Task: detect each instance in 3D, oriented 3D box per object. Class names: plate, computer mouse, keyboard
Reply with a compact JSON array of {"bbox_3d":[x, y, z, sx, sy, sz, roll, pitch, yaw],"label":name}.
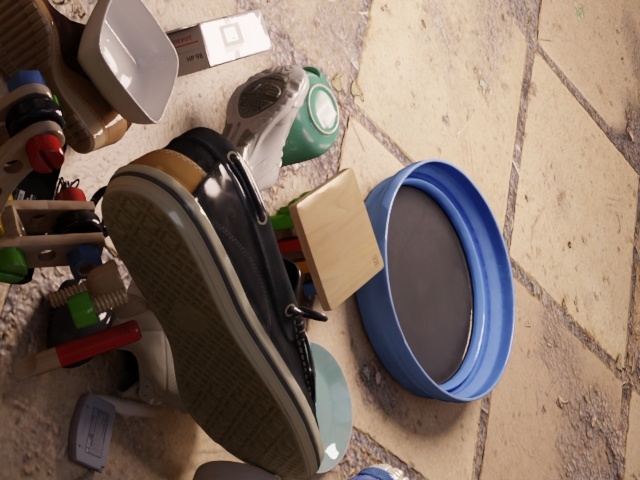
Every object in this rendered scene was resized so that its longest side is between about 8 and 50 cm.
[{"bbox_3d":[-0.017,0.234,2.031,0.188,0.024,0.188,22,62,-50],"label":"plate"},{"bbox_3d":[-0.272,0.037,1.695,0.041,0.071,0.242,83,13,-62],"label":"computer mouse"},{"bbox_3d":[-0.341,-0.032,1.667,0.100,0.038,0.192,23,61,-23],"label":"keyboard"}]

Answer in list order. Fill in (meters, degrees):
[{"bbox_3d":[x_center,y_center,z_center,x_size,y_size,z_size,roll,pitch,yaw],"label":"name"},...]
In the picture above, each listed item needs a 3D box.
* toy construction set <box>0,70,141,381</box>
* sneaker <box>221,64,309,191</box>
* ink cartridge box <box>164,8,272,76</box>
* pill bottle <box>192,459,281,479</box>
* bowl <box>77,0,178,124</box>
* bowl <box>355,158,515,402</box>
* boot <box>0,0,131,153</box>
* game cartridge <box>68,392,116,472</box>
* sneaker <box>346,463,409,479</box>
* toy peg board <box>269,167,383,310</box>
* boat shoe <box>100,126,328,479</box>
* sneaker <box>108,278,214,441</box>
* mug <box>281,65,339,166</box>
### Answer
[{"bbox_3d":[-0.350,-0.002,1.516,0.257,0.237,0.309,111,-42,-78],"label":"toy construction set"},{"bbox_3d":[-0.085,-0.133,1.974,0.232,0.090,0.115,-55,145,-12],"label":"sneaker"},{"bbox_3d":[-0.160,-0.255,1.910,0.180,0.104,0.060,-26,103,-53],"label":"ink cartridge box"},{"bbox_3d":[-0.127,0.405,1.717,0.153,0.153,0.265,48,45,-36],"label":"pill bottle"},{"bbox_3d":[-0.233,-0.217,1.711,0.142,0.053,0.142,55,33,-37],"label":"bowl"},{"bbox_3d":[0.184,0.067,2.314,0.391,0.077,0.391,20,64,-50],"label":"bowl"},{"bbox_3d":[-0.300,-0.238,1.755,0.248,0.090,0.207,63,26,-18],"label":"boot"},{"bbox_3d":[-0.269,0.225,1.694,0.056,0.017,0.083,39,50,-46],"label":"game cartridge"},{"bbox_3d":[0.071,0.488,2.018,0.147,0.130,0.330,-9,84,-40],"label":"sneaker"},{"bbox_3d":[0.000,0.000,2.080,0.161,0.079,0.161,-36,113,-51],"label":"toy peg board"},{"bbox_3d":[-0.090,0.086,1.643,0.156,0.187,0.500,-52,136,-36],"label":"boat shoe"},{"bbox_3d":[-0.192,0.171,1.770,0.121,0.099,0.262,-47,122,-26],"label":"sneaker"},{"bbox_3d":[-0.033,-0.191,2.071,0.129,0.097,0.158,16,68,-51],"label":"mug"}]
